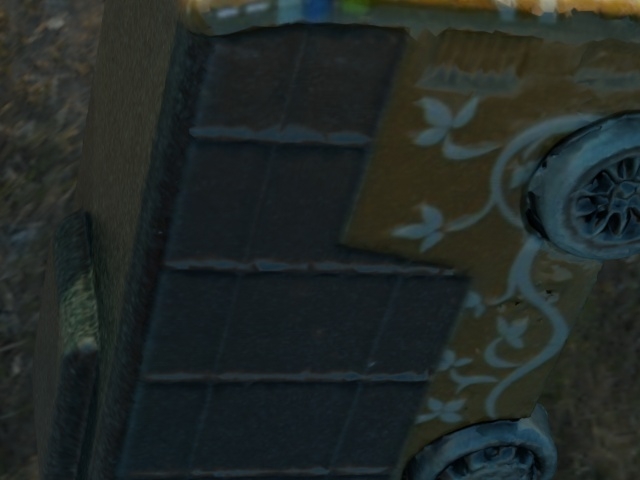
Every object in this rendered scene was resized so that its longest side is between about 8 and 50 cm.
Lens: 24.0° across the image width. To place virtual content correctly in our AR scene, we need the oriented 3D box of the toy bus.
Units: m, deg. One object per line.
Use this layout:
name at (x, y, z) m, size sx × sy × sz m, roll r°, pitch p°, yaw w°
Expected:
toy bus at (0.000, 0.000, 0.488) m, size 0.167 × 0.275 × 0.138 m, roll 1°, pitch 44°, yaw -17°
